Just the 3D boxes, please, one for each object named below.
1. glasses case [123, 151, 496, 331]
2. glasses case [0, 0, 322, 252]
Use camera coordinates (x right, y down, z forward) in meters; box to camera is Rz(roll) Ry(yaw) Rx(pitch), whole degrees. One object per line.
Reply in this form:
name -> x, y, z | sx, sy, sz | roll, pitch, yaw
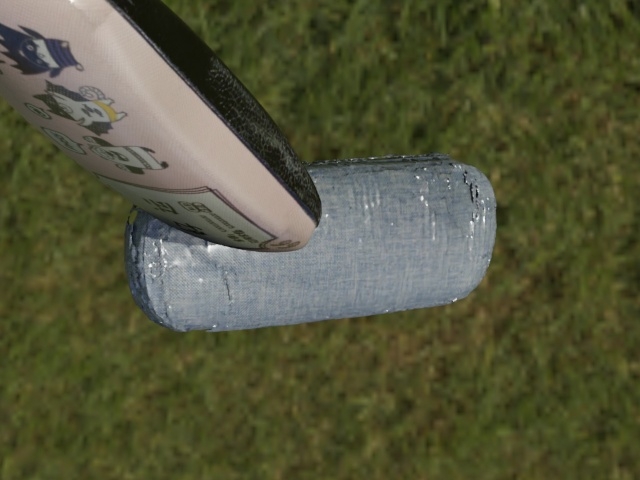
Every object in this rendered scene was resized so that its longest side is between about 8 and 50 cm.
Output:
glasses case -> 0.000, 0.000, 1.183 | 0.282, 0.109, 0.067 | -5, -170, -27
glasses case -> -0.099, -0.073, 0.940 | 0.122, 0.075, 0.314 | 16, 163, 31
